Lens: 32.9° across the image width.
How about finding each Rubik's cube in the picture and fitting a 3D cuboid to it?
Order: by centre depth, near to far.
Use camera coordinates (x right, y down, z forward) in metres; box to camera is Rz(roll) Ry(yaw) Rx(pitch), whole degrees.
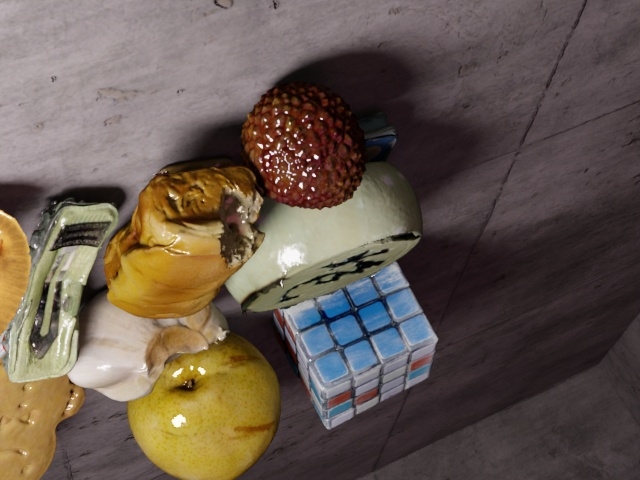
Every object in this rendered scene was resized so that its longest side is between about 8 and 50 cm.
[{"bbox_3d":[0.063,0.187,2.180,0.259,0.256,0.253,-24,156,-10],"label":"Rubik's cube"}]

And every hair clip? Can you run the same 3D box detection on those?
[{"bbox_3d":[-0.400,0.064,1.605,0.138,0.091,0.321,-3,124,-45],"label":"hair clip"}]

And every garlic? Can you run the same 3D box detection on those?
[{"bbox_3d":[-0.309,0.156,1.823,0.281,0.185,0.203,-38,-172,-36],"label":"garlic"}]

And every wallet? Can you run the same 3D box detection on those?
[{"bbox_3d":[0.018,-0.136,1.749,0.202,0.059,0.141,-17,159,-22],"label":"wallet"}]

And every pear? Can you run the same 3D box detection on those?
[{"bbox_3d":[-0.221,0.318,2.091,0.314,0.314,0.314,-24,155,-12],"label":"pear"}]

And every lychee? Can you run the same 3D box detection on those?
[{"bbox_3d":[-0.022,-0.142,1.554,0.188,0.188,0.188,-24,155,-12],"label":"lychee"}]

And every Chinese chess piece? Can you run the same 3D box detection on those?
[{"bbox_3d":[0.000,0.000,1.794,0.349,0.146,0.349,-21,169,-4],"label":"Chinese chess piece"}]

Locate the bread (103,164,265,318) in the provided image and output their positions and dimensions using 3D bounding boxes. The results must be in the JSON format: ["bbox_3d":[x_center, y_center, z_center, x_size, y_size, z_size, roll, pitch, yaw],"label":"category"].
[{"bbox_3d":[-0.205,0.016,1.591,0.195,0.149,0.344,-12,166,-25],"label":"bread"}]

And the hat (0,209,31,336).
[{"bbox_3d":[-0.523,0.072,1.450,0.244,0.233,0.233,-51,-175,-26],"label":"hat"}]

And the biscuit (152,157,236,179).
[{"bbox_3d":[-0.193,-0.095,1.639,0.147,0.018,0.071,-12,151,-34],"label":"biscuit"}]

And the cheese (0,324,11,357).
[{"bbox_3d":[-0.497,0.145,1.685,0.244,0.062,0.155,13,115,-53],"label":"cheese"}]

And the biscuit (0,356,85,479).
[{"bbox_3d":[-0.527,0.310,1.840,0.275,0.052,0.355,3,113,-49],"label":"biscuit"}]
